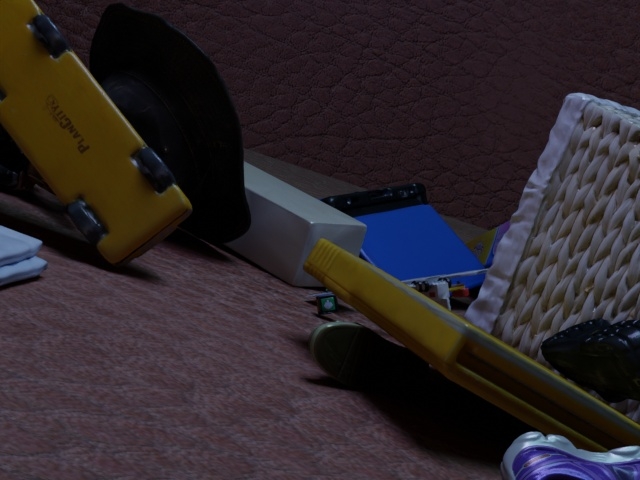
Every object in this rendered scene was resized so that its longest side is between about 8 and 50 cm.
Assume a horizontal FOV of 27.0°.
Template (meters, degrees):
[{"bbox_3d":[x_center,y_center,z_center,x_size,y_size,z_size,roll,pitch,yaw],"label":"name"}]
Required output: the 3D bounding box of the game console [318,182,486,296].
[{"bbox_3d":[0.063,0.017,1.901,0.250,0.173,0.293,-12,-1,31],"label":"game console"}]

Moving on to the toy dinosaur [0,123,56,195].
[{"bbox_3d":[-0.378,-0.129,1.581,0.322,0.164,0.218,3,-17,31],"label":"toy dinosaur"}]

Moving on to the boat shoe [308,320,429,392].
[{"bbox_3d":[0.036,0.104,1.207,0.048,0.056,0.153,16,0,44],"label":"boat shoe"}]

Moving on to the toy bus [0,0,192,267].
[{"bbox_3d":[-0.270,-0.127,1.397,0.332,0.108,0.130,51,-5,6],"label":"toy bus"}]

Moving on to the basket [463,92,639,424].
[{"bbox_3d":[0.395,0.048,1.512,0.328,0.331,0.266,11,16,-46],"label":"basket"}]

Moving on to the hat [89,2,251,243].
[{"bbox_3d":[-0.228,-0.116,1.618,0.134,0.331,0.331,-33,38,-29],"label":"hat"}]

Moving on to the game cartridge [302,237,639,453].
[{"bbox_3d":[0.150,0.111,1.234,0.285,0.052,0.324,31,-1,-26],"label":"game cartridge"}]

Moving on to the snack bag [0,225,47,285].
[{"bbox_3d":[-0.415,-0.022,1.058,0.323,0.037,0.342,20,7,5],"label":"snack bag"}]

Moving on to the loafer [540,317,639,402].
[{"bbox_3d":[0.273,0.120,1.292,0.076,0.078,0.223,-24,1,-9],"label":"loafer"}]

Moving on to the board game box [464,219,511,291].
[{"bbox_3d":[0.356,0.049,2.025,0.242,0.064,0.316,18,-11,-7],"label":"board game box"}]

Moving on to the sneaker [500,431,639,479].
[{"bbox_3d":[0.218,0.196,0.999,0.170,0.068,0.071,9,24,-10],"label":"sneaker"}]

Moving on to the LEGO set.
[{"bbox_3d":[0.089,0.071,1.555,0.183,0.060,0.244,-9,-2,23],"label":"LEGO set"}]

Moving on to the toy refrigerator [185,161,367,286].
[{"bbox_3d":[-0.075,-0.026,1.722,0.102,0.094,0.269,3,19,-46],"label":"toy refrigerator"}]
